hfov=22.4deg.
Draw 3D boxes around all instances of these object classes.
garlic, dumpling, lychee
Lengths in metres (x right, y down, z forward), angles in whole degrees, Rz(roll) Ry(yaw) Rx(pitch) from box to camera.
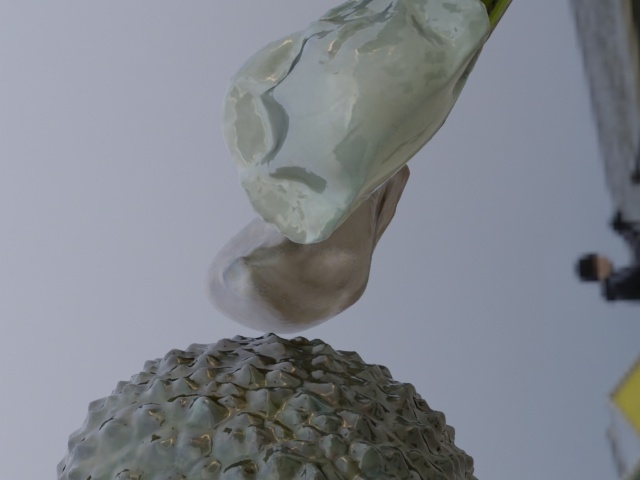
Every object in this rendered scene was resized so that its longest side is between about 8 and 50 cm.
[{"bbox_3d":[-0.006,0.006,1.359,0.112,0.143,0.318,44,-153,-2],"label":"garlic"},{"bbox_3d":[0.019,-0.112,1.205,0.229,0.151,0.124,-45,-23,-7],"label":"dumpling"},{"bbox_3d":[-0.028,0.168,0.935,0.274,0.255,0.255,142,134,-63],"label":"lychee"}]

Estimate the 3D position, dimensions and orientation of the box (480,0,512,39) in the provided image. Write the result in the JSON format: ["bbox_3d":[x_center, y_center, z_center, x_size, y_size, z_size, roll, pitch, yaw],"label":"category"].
[{"bbox_3d":[0.083,-0.281,1.376,0.141,0.220,0.064,-57,-2,15],"label":"box"}]
